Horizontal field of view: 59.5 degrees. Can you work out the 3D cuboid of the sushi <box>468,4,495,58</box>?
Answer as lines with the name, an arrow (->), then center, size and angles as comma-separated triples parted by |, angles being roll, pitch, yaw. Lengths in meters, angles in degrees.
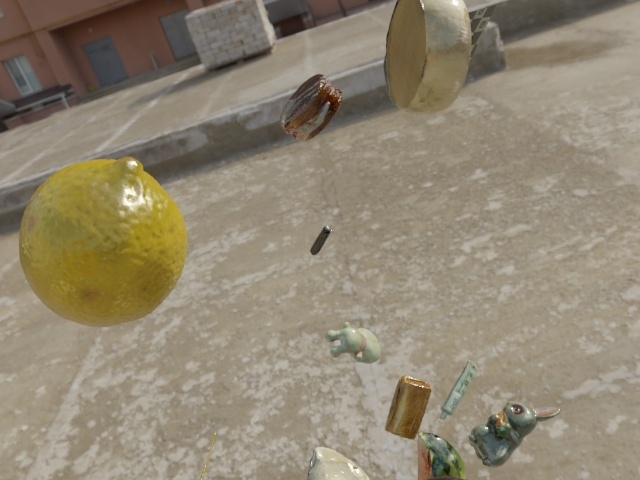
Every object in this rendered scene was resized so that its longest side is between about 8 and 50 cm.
sushi -> 0.326, -0.502, 1.403 | 0.210, 0.192, 0.040 | -28, 65, -28

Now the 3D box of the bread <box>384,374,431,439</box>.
bread -> 0.188, 0.358, 1.197 | 0.074, 0.132, 0.053 | 13, 7, -7

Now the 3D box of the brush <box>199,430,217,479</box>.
brush -> -0.371, 0.722, 1.823 | 0.010, 0.082, 0.218 | 17, 43, -5

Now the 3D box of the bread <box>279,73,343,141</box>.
bread -> -0.022, -0.302, 1.283 | 0.160, 0.073, 0.160 | -39, 31, 30

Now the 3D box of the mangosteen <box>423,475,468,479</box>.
mangosteen -> 0.257, 0.573, 1.076 | 0.216, 0.216, 0.216 | -15, 25, 7

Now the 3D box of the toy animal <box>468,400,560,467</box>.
toy animal -> 0.483, 0.473, 1.423 | 0.236, 0.138, 0.108 | -35, 63, -13

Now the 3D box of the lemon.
lemon -> -0.311, -0.001, 0.810 | 0.228, 0.253, 0.228 | 7, 38, -5

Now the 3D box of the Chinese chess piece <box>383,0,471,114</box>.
Chinese chess piece -> 0.212, -0.382, 1.140 | 0.103, 0.249, 0.250 | -2, 23, -11

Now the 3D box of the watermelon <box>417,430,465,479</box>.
watermelon -> 0.371, 0.780, 1.787 | 0.159, 0.303, 0.128 | 7, 24, 25

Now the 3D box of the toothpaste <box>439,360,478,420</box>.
toothpaste -> 0.452, 0.496, 1.837 | 0.218, 0.064, 0.041 | -50, 25, -24

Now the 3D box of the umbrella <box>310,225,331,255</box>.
umbrella -> 0.000, -0.001, 1.721 | 0.031, 0.133, 0.036 | -1, 58, -25

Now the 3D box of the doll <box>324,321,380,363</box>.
doll -> 0.143, 0.379, 2.027 | 0.113, 0.275, 0.155 | -39, 50, 29

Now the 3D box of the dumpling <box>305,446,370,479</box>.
dumpling -> 0.065, 0.685, 1.487 | 0.175, 0.227, 0.243 | -35, 40, 57
